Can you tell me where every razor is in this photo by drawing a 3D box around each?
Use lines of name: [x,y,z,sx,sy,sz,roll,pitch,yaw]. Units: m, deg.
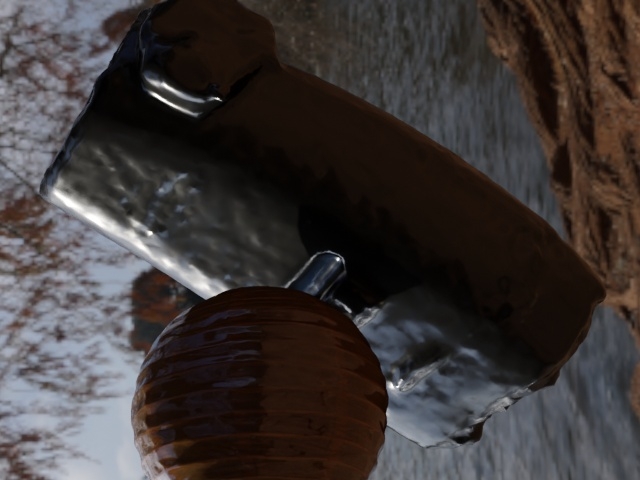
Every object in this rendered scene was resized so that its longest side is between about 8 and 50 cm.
razor: [0.000,-0.003,0.532,0.189,0.327,0.107,-46,16,39]

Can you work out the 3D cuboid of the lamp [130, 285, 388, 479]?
lamp: [-0.032,0.091,0.459,0.136,0.136,0.136,180,90,-90]
